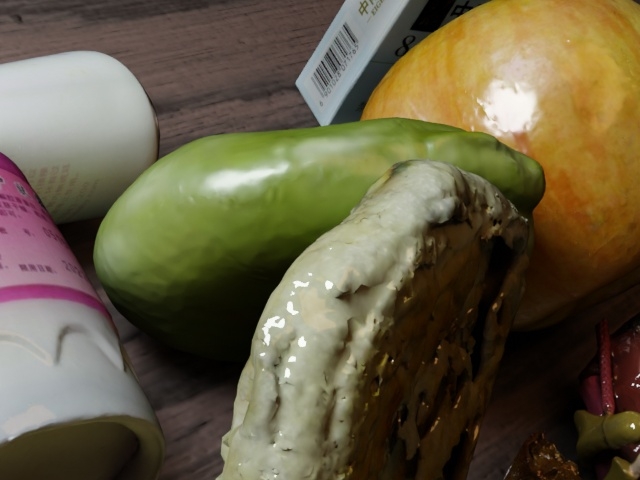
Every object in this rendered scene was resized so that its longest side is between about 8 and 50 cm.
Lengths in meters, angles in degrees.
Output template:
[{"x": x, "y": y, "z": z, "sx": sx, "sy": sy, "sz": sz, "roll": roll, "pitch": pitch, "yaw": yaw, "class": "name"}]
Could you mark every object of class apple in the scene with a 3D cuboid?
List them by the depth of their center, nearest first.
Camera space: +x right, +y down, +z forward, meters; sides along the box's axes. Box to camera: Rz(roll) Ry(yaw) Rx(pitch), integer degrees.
[{"x": 0.173, "y": -0.060, "z": 1.059, "sx": 0.286, "sy": 0.286, "sz": 0.233, "roll": -9, "pitch": 70, "yaw": -43, "class": "apple"}]

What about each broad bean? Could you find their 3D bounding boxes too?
[{"x": 0.000, "y": 0.001, "z": 0.878, "sx": 0.291, "sy": 0.238, "sz": 0.119, "roll": -9, "pitch": 69, "yaw": -3, "class": "broad bean"}]

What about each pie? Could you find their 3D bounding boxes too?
[{"x": 0.035, "y": 0.116, "z": 0.720, "sx": 0.077, "sy": 0.339, "sz": 0.339, "roll": 16, "pitch": 31, "yaw": 19, "class": "pie"}]

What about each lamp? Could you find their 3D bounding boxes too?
[{"x": 0.246, "y": 0.165, "z": 0.985, "sx": 0.118, "sy": 0.118, "sz": 0.253, "roll": 26, "pitch": 34, "yaw": -9, "class": "lamp"}]

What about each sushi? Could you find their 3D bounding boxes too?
[{"x": 0.162, "y": 0.185, "z": 0.942, "sx": 0.061, "sy": 0.060, "sz": 0.118, "roll": 9, "pitch": 43, "yaw": -37, "class": "sushi"}]

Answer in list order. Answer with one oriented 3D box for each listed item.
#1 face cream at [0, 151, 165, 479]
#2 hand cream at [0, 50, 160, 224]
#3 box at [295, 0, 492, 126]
[{"x": -0.195, "y": 0.069, "z": 0.712, "sx": 0.175, "sy": 0.175, "sz": 0.195, "roll": -7, "pitch": 50, "yaw": -42, "class": "face cream"}, {"x": -0.255, "y": -0.048, "z": 0.832, "sx": 0.359, "sy": 0.185, "sz": 0.118, "roll": -16, "pitch": 87, "yaw": -52, "class": "hand cream"}, {"x": 0.101, "y": -0.202, "z": 1.198, "sx": 0.155, "sy": 0.243, "sz": 0.067, "roll": -3, "pitch": 50, "yaw": -41, "class": "box"}]
